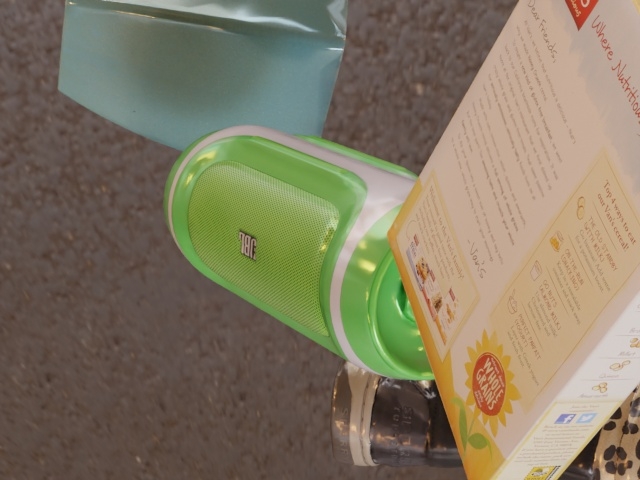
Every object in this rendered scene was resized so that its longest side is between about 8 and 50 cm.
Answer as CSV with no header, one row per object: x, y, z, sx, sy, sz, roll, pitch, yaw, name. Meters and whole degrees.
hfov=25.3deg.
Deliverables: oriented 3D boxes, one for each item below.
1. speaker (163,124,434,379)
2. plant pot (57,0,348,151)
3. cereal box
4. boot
0.000,0.000,0.996,0.131,0.131,0.296,-44,31,-14,speaker
-0.106,-0.179,1.260,0.234,0.165,0.165,9,45,-7,plant pot
0.113,-0.013,0.669,0.047,0.240,0.173,3,50,-23,cereal box
0.203,0.088,1.234,0.284,0.138,0.377,10,30,25,boot
